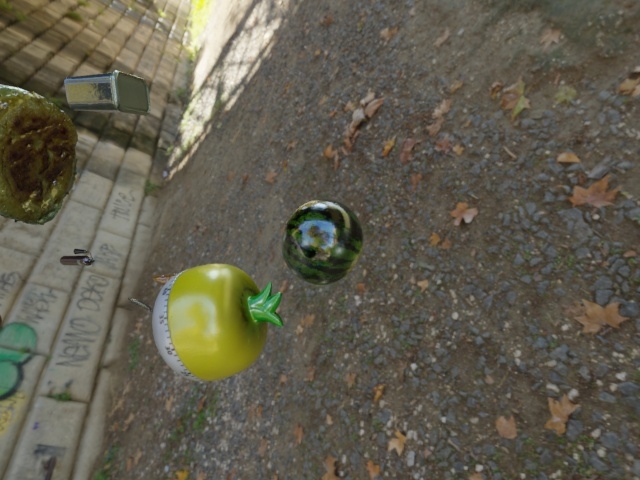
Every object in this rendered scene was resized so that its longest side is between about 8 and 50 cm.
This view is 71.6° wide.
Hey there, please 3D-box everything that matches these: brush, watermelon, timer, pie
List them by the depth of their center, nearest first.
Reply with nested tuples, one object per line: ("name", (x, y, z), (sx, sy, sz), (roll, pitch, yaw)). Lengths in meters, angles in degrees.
("timer", (-0.201, 0.170, 0.993), (0.285, 0.285, 0.285), (-42, 36, 42))
("pie", (-0.682, -0.191, 1.021), (0.355, 0.102, 0.289), (62, -139, -72))
("watermelon", (0.005, 0.002, 1.358), (0.269, 0.268, 0.269), (-42, 36, 42))
("brush", (-0.581, 0.245, 1.550), (0.016, 0.193, 0.063), (-58, 24, -9))

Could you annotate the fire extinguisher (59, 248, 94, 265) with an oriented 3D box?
("fire extinguisher", (-0.683, 0.049, 1.258), (0.173, 0.035, 0.049), (-1, 60, 35))

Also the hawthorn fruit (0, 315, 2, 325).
("hawthorn fruit", (-0.937, 0.228, 1.130), (0.156, 0.194, 0.157), (-18, 59, 33))

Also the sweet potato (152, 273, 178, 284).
("sweet potato", (-0.475, 0.126, 1.431), (0.179, 0.044, 0.044), (2, 69, 30))

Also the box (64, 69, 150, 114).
("box", (-0.716, -0.498, 1.513), (0.274, 0.178, 0.138), (-90, -2, -78))
